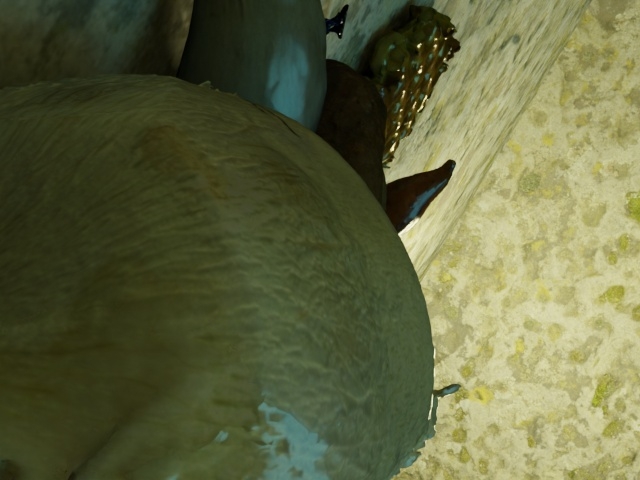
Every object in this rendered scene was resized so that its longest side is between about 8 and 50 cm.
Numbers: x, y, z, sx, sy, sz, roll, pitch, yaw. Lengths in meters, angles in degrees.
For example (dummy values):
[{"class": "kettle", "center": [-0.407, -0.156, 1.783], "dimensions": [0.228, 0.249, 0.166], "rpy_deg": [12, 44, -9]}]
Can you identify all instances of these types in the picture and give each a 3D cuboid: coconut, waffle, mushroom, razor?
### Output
[{"class": "coconut", "center": [-0.120, 0.075, 0.495], "dimensions": [0.360, 0.346, 0.346], "rpy_deg": [1, 123, -56]}, {"class": "waffle", "center": [0.104, -0.204, 1.204], "dimensions": [0.302, 0.068, 0.325], "rpy_deg": [-62, 167, 26]}, {"class": "mushroom", "center": [-0.065, -0.108, 0.702], "dimensions": [0.397, 0.126, 0.177], "rpy_deg": [108, -6, -54]}, {"class": "razor", "center": [-0.023, -0.194, 0.853], "dimensions": [0.154, 0.028, 0.044], "rpy_deg": [-50, 166, -30]}]

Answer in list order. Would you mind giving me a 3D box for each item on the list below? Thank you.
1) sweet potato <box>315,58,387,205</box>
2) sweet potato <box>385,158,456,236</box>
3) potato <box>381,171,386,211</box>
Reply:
[{"class": "sweet potato", "center": [0.016, -0.104, 0.818], "dimensions": [0.114, 0.092, 0.341], "rpy_deg": [-52, -154, 42]}, {"class": "sweet potato", "center": [0.109, -0.038, 1.537], "dimensions": [0.359, 0.112, 0.112], "rpy_deg": [-40, 171, 15]}, {"class": "potato", "center": [0.002, 0.000, 1.144], "dimensions": [0.120, 0.100, 0.261], "rpy_deg": [-12, 151, -50]}]
